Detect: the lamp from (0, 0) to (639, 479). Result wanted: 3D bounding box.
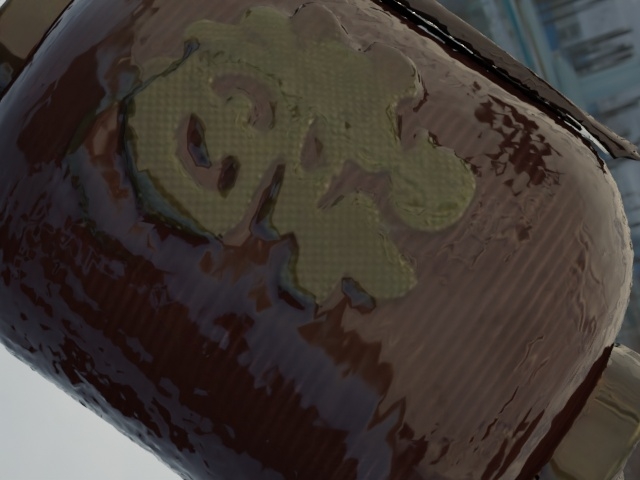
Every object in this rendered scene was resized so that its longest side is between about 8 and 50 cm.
[{"bbox_3d":[0.000,0.000,0.405,0.258,0.180,0.180,33,-163,6],"label":"lamp"}]
